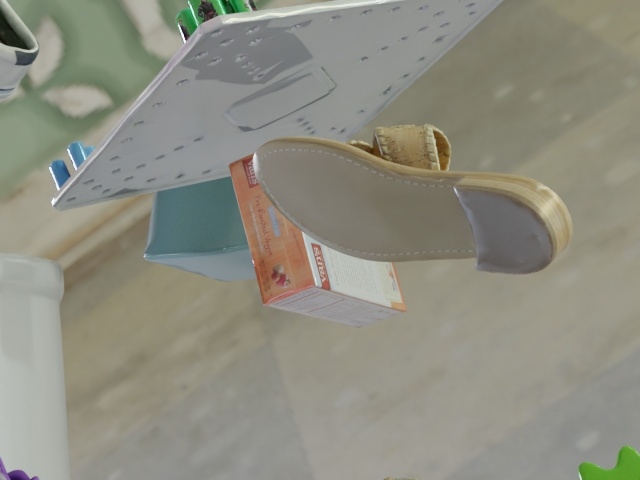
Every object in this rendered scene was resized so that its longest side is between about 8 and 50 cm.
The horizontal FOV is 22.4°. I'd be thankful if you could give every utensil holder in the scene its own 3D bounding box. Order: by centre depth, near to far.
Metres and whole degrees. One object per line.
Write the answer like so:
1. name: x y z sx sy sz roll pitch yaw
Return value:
1. utensil holder: -0.419 0.228 1.679 0.328 0.385 0.327 -5 -8 -1

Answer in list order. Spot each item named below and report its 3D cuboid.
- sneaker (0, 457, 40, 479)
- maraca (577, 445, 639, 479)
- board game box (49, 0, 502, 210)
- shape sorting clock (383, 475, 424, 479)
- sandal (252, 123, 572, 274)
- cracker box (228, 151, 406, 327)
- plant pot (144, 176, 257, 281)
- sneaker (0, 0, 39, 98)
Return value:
1. sneaker: -0.336 0.210 1.420 0.095 0.236 0.104 13 72 48
2. maraca: 0.285 0.264 1.380 0.127 0.185 0.099 -18 -25 -18
3. board game box: -0.050 -0.166 1.685 0.390 0.050 0.390 -13 -16 -37
4. shape sorting clock: 0.010 0.267 1.385 0.206 0.040 0.206 -30 9 5
5. sandal: 0.071 -0.036 1.045 0.240 0.088 0.079 13 40 40
6. cracker box: 0.000 0.000 1.698 0.067 0.155 0.232 -21 -17 21
7. plant pot: -0.100 -0.039 2.267 0.234 0.166 0.165 -2 76 45
8. sneaker: -0.365 -0.255 1.551 0.091 0.258 0.094 -36 11 34
